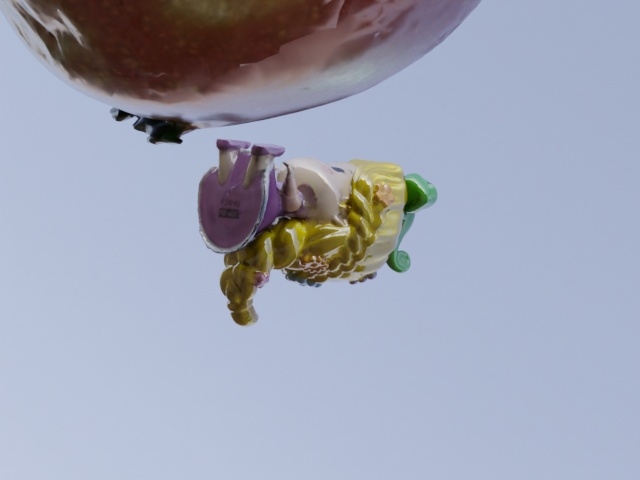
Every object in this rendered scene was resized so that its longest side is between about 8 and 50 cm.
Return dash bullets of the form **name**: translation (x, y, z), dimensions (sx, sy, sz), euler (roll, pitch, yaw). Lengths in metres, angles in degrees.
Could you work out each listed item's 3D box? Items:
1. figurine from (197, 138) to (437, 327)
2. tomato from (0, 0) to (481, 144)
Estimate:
- **figurine**: translation (0.000, 0.000, 1.081), dimensions (0.095, 0.156, 0.115), euler (24, -76, 45)
- **tomato**: translation (-0.061, -0.188, 0.808), dimensions (0.239, 0.303, 0.303), euler (-38, -94, 1)
